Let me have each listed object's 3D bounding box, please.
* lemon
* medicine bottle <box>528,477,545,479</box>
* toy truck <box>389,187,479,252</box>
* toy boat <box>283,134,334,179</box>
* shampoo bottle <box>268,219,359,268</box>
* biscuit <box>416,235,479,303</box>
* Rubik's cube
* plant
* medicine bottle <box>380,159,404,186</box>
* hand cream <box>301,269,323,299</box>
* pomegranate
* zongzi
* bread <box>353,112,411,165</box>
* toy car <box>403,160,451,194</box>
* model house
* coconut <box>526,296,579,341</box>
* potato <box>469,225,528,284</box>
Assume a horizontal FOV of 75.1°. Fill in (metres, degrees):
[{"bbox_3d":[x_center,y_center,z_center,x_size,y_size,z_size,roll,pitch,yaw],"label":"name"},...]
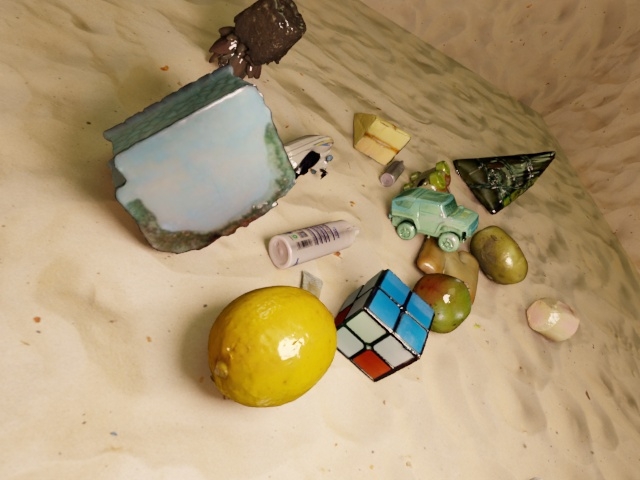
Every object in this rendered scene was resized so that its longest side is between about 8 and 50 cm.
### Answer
[{"bbox_3d":[-0.092,0.202,0.816,0.263,0.236,0.235,21,46,-42],"label":"lemon"},{"bbox_3d":[0.532,0.661,1.039,0.130,0.080,0.080,-10,64,-42],"label":"medicine bottle"},{"bbox_3d":[0.377,-0.076,1.395,0.279,0.156,0.155,17,34,32],"label":"toy truck"},{"bbox_3d":[-0.045,-0.253,1.288,0.269,0.141,0.140,-16,68,-46],"label":"toy boat"},{"bbox_3d":[0.000,0.000,1.150,0.303,0.092,0.092,-16,68,-45],"label":"shampoo bottle"},{"bbox_3d":[0.449,0.078,1.437,0.237,0.062,0.290,43,37,0],"label":"biscuit"},{"bbox_3d":[0.149,0.209,1.031,0.183,0.180,0.167,44,41,-3],"label":"Rubik's cube"},{"bbox_3d":[-0.211,-0.638,1.339,0.181,0.321,0.194,57,34,-9],"label":"plant"},{"bbox_3d":[0.289,-0.271,1.612,0.057,0.057,0.199,43,41,-1],"label":"medicine bottle"},{"bbox_3d":[-0.028,0.156,1.041,0.067,0.042,0.194,27,40,-16],"label":"hand cream"},{"bbox_3d":[0.369,0.172,1.223,0.210,0.180,0.180,-18,69,-31],"label":"pomegranate"},{"bbox_3d":[0.852,-0.261,1.967,0.384,0.362,0.319,-19,67,-4],"label":"zongzi"},{"bbox_3d":[0.234,-0.454,1.637,0.168,0.163,0.264,21,46,-22],"label":"bread"},{"bbox_3d":[0.447,-0.171,1.617,0.235,0.145,0.235,25,55,-43],"label":"toy car"},{"bbox_3d":[-0.305,-0.211,0.968,0.360,0.297,0.339,-34,48,-8],"label":"model house"},{"bbox_3d":[0.863,0.296,1.540,0.153,0.147,0.147,28,45,-12],"label":"coconut"},{"bbox_3d":[0.653,0.057,1.540,0.149,0.197,0.228,-18,80,-23],"label":"potato"}]
